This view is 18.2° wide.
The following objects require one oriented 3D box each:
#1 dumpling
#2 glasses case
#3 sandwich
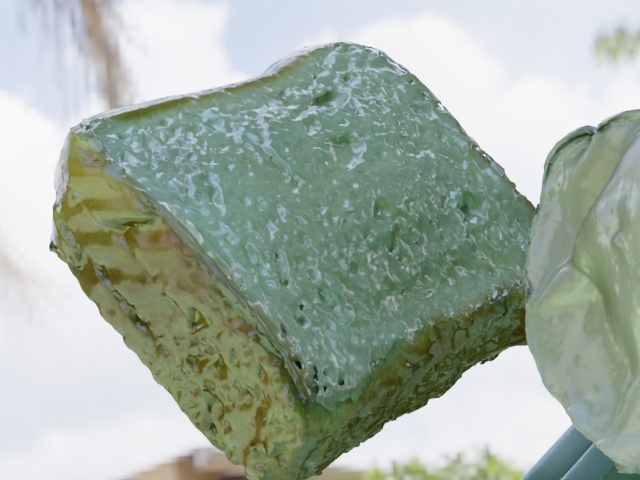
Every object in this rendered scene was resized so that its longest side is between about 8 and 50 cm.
[{"bbox_3d":[0.181,0.028,0.799,0.247,0.172,0.142,13,-19,34],"label":"dumpling"},{"bbox_3d":[0.133,0.164,1.138,0.039,0.184,0.078,21,-55,26],"label":"glasses case"},{"bbox_3d":[0.000,-0.001,1.077,0.251,0.226,0.087,-23,-28,-45],"label":"sandwich"}]
